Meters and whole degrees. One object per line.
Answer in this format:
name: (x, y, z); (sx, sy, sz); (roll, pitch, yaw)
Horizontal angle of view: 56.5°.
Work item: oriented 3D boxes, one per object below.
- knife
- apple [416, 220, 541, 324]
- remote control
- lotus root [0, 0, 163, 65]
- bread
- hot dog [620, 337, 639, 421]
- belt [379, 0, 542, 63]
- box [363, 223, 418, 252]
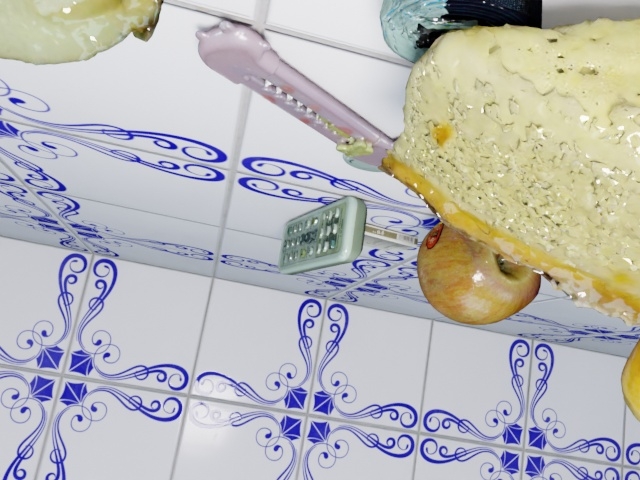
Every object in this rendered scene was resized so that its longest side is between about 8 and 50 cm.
knife: (-0.003, -0.161, 0.766); (0.132, 0.038, 0.398); (-4, 161, 39)
apple: (0.284, 0.049, 1.088); (0.211, 0.211, 0.188); (16, 158, -27)
remote control: (0.000, 0.000, 1.252); (0.065, 0.128, 0.335); (16, 166, -23)
lotus root: (-0.188, -0.245, 0.325); (0.260, 0.149, 0.267); (8, 150, -9)
bread: (0.266, -0.110, 0.534); (0.315, 0.279, 0.248); (39, 162, 15)
hot dog: (0.603, 0.104, 0.837); (0.185, 0.405, 0.223); (33, 154, 36)
belt: (0.120, -0.188, 0.508); (0.140, 0.058, 0.105); (9, 164, 6)
box: (0.110, -0.010, 1.350); (0.198, 0.029, 0.109); (14, 166, -22)
